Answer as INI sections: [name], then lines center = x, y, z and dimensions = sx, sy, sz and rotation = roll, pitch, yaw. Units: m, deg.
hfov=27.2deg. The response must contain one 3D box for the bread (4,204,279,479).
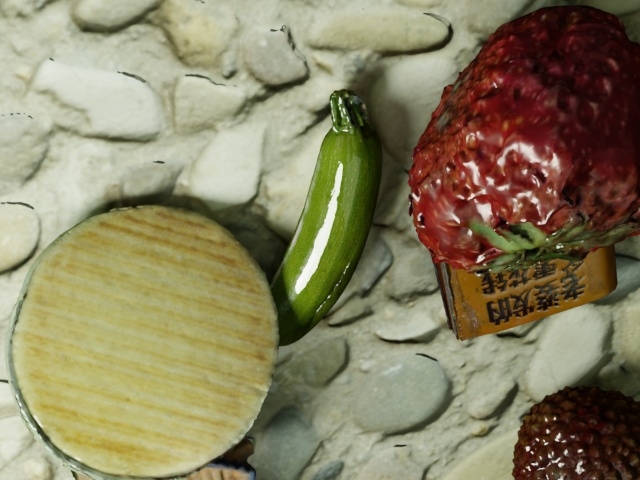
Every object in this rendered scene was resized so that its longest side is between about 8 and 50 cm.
[bread]
center = -0.166, 0.097, 1.244
dimensions = 0.267, 0.040, 0.267
rotation = 1, 86, -17

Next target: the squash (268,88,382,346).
[squash]
center = 0.003, 0.000, 1.284
dimensions = 0.080, 0.071, 0.318
rotation = 8, 122, -21

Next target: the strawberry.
[strawberry]
center = 0.207, -0.094, 1.198
dimensions = 0.274, 0.220, 0.274
rotation = -10, 166, -3

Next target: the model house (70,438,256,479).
[model house]
center = -0.167, 0.205, 1.347
dimensions = 0.172, 0.166, 0.183
rotation = -22, 115, -19

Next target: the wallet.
[wallet]
center = 0.215, 0.018, 1.379
dimensions = 0.195, 0.042, 0.161
rotation = -17, 128, -3

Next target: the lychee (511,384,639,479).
[lychee]
center = 0.297, 0.253, 1.484
dimensions = 0.188, 0.188, 0.188
rotation = -8, 127, -11
